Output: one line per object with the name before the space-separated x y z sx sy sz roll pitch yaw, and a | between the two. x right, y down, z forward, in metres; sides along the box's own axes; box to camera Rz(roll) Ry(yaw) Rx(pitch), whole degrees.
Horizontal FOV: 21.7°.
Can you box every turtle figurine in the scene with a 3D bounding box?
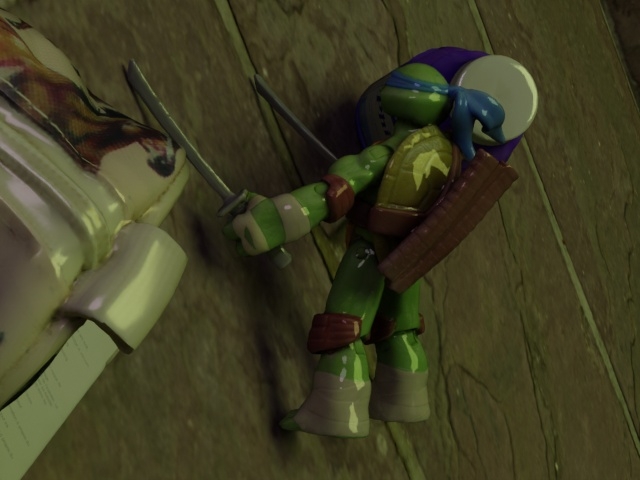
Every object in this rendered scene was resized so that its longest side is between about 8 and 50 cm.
turtle figurine | 0.000 0.000 1.237 0.198 0.275 0.266 -91 -177 -86

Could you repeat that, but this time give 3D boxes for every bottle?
bottle | 0.104 -0.099 1.377 0.118 0.092 0.283 65 -11 -3

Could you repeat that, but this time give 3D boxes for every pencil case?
pencil case | -0.220 -0.104 0.570 0.410 0.183 0.160 48 64 -6

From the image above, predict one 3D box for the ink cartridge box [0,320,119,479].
ink cartridge box | -0.189 0.014 0.870 0.206 0.045 0.208 65 25 -17
